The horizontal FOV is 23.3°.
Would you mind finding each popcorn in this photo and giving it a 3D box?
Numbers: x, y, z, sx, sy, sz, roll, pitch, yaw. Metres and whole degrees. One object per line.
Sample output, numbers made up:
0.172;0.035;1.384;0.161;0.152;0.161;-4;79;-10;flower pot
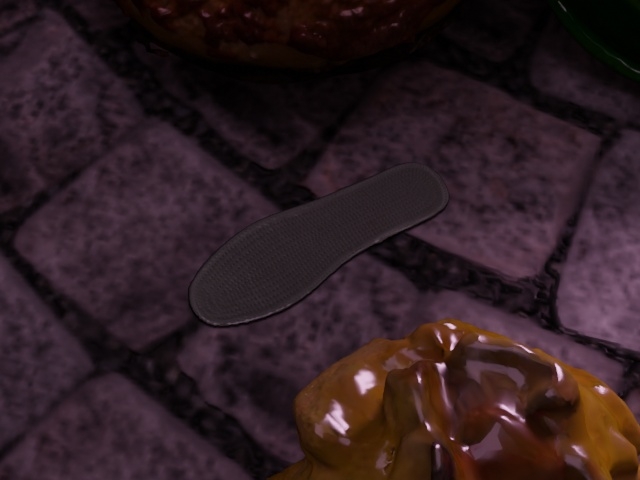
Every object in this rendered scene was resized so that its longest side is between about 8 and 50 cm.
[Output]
0.054;0.105;0.639;0.167;0.152;0.148;-41;88;-24;popcorn

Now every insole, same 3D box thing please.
0.000;0.000;0.783;0.153;0.002;0.053;-25;61;-20;insole

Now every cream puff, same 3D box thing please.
-0.015;-0.192;0.825;0.240;0.164;0.240;2;61;-4;cream puff

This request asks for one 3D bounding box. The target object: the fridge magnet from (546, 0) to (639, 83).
0.213;-0.181;0.836;0.208;0.088;0.208;0;89;0;fridge magnet
